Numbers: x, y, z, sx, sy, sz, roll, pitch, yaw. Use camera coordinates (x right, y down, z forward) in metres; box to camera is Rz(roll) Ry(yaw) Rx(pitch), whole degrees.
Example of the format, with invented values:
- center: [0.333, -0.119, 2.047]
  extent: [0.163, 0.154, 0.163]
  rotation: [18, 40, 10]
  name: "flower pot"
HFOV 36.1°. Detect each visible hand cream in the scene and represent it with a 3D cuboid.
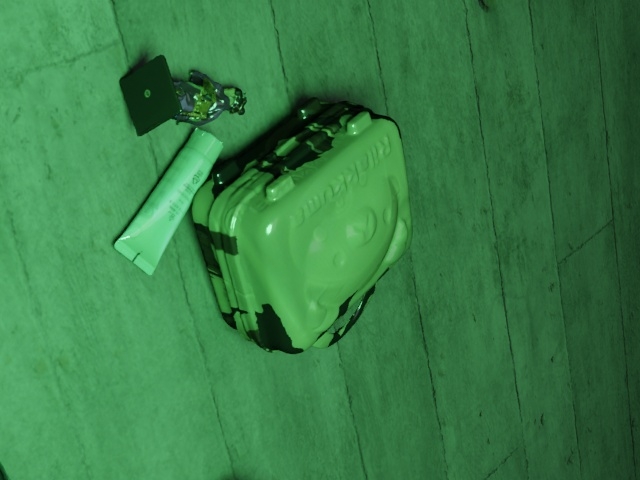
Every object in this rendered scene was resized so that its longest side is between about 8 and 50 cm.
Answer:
- center: [-0.200, -0.056, 1.327]
  extent: [0.078, 0.050, 0.205]
  rotation: [47, 66, -45]
  name: "hand cream"

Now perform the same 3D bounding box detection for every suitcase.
- center: [0.000, 0.000, 1.441]
  extent: [0.351, 0.194, 0.339]
  rotation: [-41, 134, -36]
  name: "suitcase"

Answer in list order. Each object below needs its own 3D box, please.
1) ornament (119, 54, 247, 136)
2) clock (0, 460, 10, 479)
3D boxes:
- center: [-0.173, -0.198, 1.324]
  extent: [0.203, 0.088, 0.081]
  rotation: [-19, 86, -58]
  name: "ornament"
- center: [-0.452, 0.318, 1.107]
  extent: [0.215, 0.042, 0.215]
  rotation: [-10, 104, -47]
  name: "clock"
